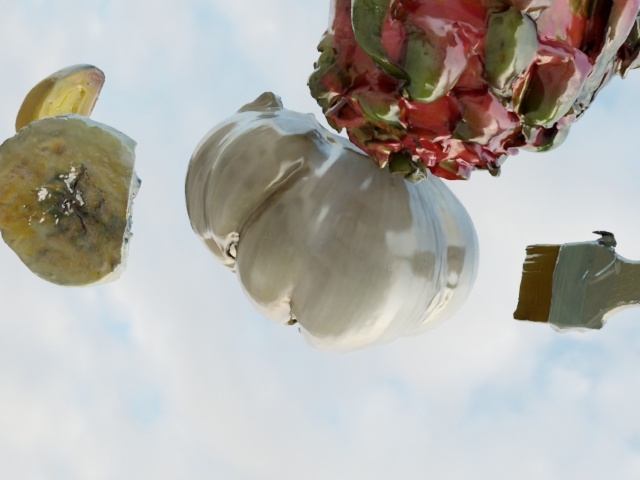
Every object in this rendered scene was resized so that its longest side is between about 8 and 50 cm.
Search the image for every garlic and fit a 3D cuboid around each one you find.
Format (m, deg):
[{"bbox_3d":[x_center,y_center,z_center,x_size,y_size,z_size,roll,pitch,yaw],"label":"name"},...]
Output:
[{"bbox_3d":[0.006,0.010,0.994,0.185,0.281,0.203,-96,-152,-59],"label":"garlic"}]

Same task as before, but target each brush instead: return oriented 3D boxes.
[{"bbox_3d":[0.244,0.034,0.808,0.336,0.020,0.086,177,-75,-69],"label":"brush"}]

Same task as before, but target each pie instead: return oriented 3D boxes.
[{"bbox_3d":[-0.302,-0.045,1.264,0.052,0.185,0.218,-74,174,-60],"label":"pie"}]

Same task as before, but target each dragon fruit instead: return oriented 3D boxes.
[{"bbox_3d":[0.125,-0.188,0.865,0.302,0.231,0.237,-44,-133,15],"label":"dragon fruit"}]

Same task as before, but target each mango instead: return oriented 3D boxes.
[{"bbox_3d":[-0.385,-0.195,1.596,0.066,0.187,0.101,10,-35,39],"label":"mango"}]

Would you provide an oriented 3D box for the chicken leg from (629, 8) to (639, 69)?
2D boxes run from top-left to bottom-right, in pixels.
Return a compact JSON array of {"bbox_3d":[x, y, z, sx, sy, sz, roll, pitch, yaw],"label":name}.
[{"bbox_3d":[0.403,-0.245,1.285,0.069,0.197,0.085,66,-30,9],"label":"chicken leg"}]
